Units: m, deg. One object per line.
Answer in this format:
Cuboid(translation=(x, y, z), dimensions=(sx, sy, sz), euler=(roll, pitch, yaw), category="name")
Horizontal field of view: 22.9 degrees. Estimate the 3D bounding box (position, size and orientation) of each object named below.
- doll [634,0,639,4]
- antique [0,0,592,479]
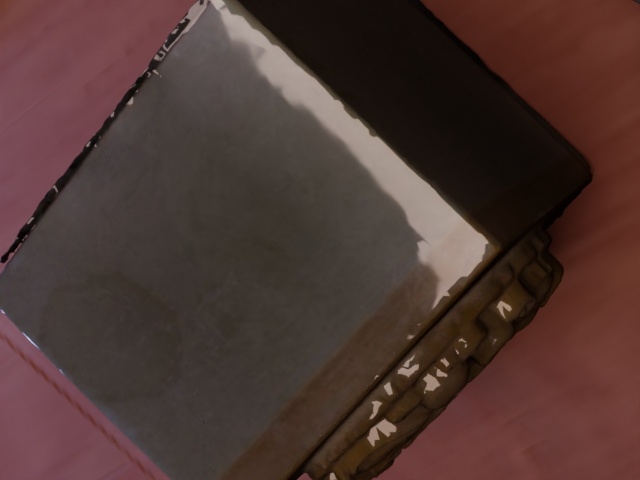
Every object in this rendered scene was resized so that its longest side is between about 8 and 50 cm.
Cuboid(translation=(0.121, -0.112, 0.530), dimensions=(0.096, 0.070, 0.195), euler=(-31, 99, 10), category="doll")
Cuboid(translation=(0.000, 0.000, 0.560), dimensions=(0.148, 0.152, 0.146), euler=(43, 113, 8), category="antique")
